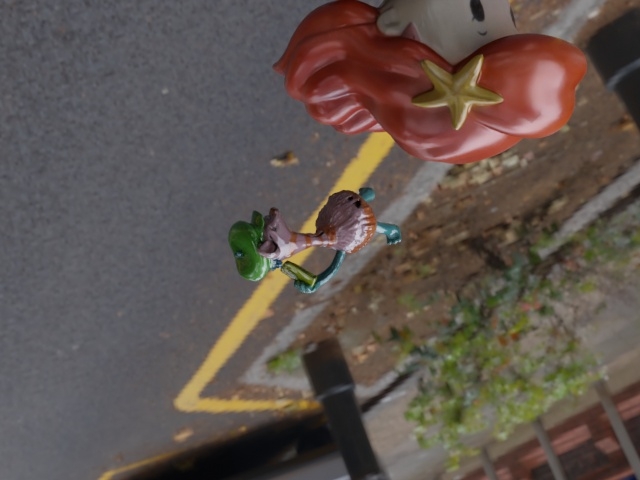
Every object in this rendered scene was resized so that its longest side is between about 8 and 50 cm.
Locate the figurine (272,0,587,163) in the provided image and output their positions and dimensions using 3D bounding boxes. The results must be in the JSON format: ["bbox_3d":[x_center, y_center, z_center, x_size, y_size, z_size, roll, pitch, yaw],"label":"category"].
[{"bbox_3d":[0.060,-0.167,0.728,0.208,0.257,0.181,-16,168,7],"label":"figurine"}]

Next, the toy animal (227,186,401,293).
[{"bbox_3d":[0.000,0.000,1.142,0.208,0.103,0.100,-19,-168,-40],"label":"toy animal"}]
